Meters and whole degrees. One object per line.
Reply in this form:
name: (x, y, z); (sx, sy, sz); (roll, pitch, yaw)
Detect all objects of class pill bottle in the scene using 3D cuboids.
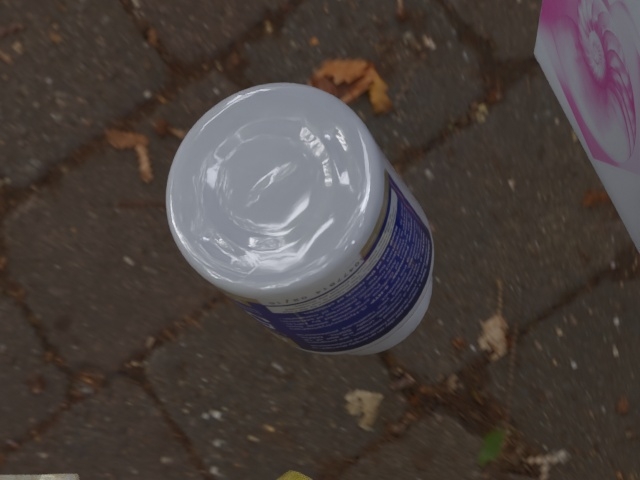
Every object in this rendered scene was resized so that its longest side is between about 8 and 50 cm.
pill bottle: (0.000, 0.000, 0.873); (0.112, 0.186, 0.112); (-5, 71, 16)

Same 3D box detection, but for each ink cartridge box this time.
ink cartridge box: (0.219, -0.037, 0.951); (0.071, 0.330, 0.324); (-18, 61, -9)

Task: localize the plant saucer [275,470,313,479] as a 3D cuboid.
plant saucer: (-0.027, 0.333, 0.772); (0.333, 0.081, 0.332); (44, 114, 44)

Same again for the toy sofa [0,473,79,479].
toy sofa: (-0.291, 0.226, 1.016); (0.362, 0.177, 0.150); (-10, 77, 38)
